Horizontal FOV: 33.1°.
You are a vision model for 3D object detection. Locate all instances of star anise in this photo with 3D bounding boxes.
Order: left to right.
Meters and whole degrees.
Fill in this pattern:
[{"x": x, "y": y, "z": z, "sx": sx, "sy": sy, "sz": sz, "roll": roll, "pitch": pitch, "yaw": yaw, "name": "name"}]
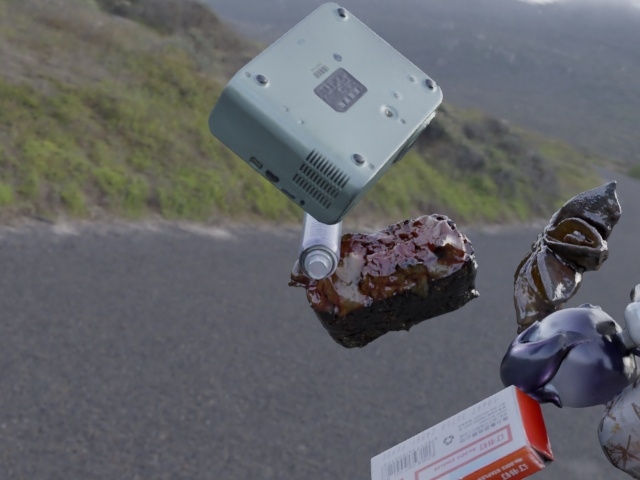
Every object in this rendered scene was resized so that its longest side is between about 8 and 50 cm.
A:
[{"x": 0.429, "y": 0.017, "z": 1.872, "sx": 0.108, "sy": 0.315, "sz": 0.315, "roll": 37, "pitch": 11, "yaw": 6, "name": "star anise"}]

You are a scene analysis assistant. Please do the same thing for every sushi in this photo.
[{"x": 0.115, "y": 0.062, "z": 2.004, "sx": 0.343, "sy": 0.182, "sz": 0.196, "roll": -19, "pitch": 38, "yaw": 5, "name": "sushi"}]

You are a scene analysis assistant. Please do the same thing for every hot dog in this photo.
[{"x": 0.390, "y": 0.199, "z": 1.223, "sx": 0.059, "sy": 0.191, "sz": 0.108, "roll": -8, "pitch": 62, "yaw": -36, "name": "hot dog"}]

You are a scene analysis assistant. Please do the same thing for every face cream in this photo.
[{"x": 0.000, "y": 0.000, "z": 1.922, "sx": 0.075, "sy": 0.075, "sz": 0.229, "roll": 18, "pitch": 26, "yaw": -5, "name": "face cream"}]

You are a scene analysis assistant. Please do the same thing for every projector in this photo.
[{"x": 0.015, "y": -0.158, "z": 1.300, "sx": 0.198, "sy": 0.108, "sz": 0.250, "roll": 40, "pitch": 45, "yaw": 3, "name": "projector"}]

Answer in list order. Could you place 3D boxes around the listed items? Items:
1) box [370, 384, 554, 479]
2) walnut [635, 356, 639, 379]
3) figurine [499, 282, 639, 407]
[{"x": 0.167, "y": 0.271, "z": 1.316, "sx": 0.050, "sy": 0.229, "sz": 0.123, "roll": 51, "pitch": 18, "yaw": -23, "name": "box"}, {"x": 0.776, "y": 0.332, "z": 2.368, "sx": 0.273, "sy": 0.273, "sz": 0.227, "roll": 24, "pitch": 51, "yaw": 28, "name": "walnut"}, {"x": 0.336, "y": 0.147, "z": 1.359, "sx": 0.145, "sy": 0.222, "sz": 0.145, "roll": 48, "pitch": 27, "yaw": -33, "name": "figurine"}]
